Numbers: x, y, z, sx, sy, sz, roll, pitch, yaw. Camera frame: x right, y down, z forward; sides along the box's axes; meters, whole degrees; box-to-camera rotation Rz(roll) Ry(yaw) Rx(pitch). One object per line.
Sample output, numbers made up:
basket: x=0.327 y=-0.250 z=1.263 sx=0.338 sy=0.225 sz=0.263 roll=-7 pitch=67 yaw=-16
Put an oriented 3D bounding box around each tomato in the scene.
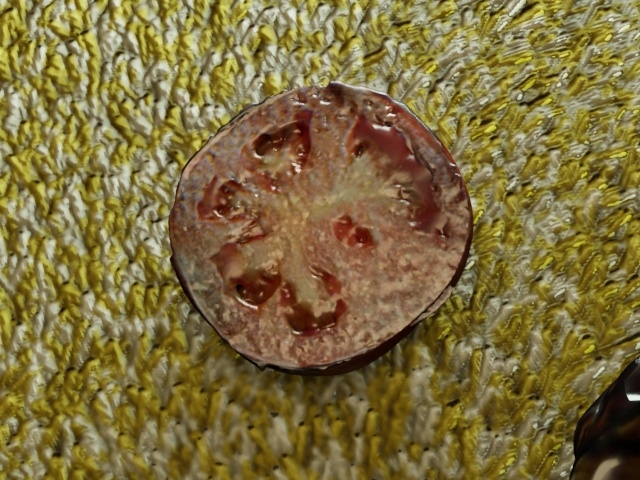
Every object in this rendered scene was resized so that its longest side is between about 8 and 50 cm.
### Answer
tomato: x=0.001 y=-0.001 z=1.093 sx=0.225 sy=0.085 sz=0.225 roll=-2 pitch=71 yaw=7

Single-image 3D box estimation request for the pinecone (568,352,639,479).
pinecone: x=0.329 y=0.187 z=0.845 sx=0.398 sy=0.398 sz=0.397 roll=-2 pitch=69 yaw=4
